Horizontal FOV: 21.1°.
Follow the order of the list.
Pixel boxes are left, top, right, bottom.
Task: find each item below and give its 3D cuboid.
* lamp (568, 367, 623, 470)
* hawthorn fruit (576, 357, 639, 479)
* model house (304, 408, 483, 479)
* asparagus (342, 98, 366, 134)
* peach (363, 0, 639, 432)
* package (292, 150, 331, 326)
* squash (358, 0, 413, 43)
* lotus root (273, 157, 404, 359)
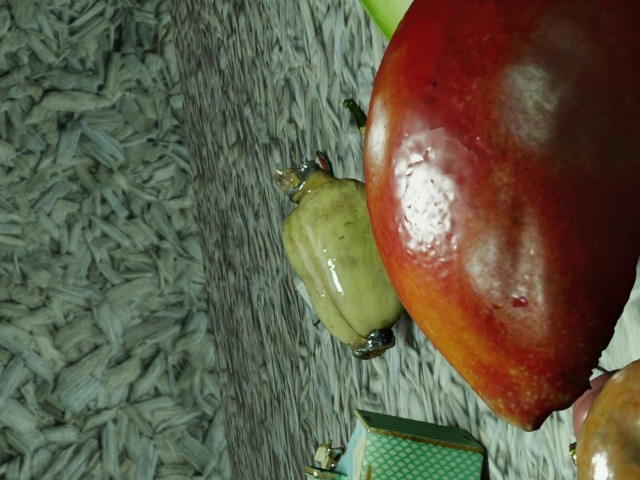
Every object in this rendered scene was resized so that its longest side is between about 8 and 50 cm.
[{"bbox_3d":[0.231,0.147,1.269,0.107,0.092,0.107,54,-161,-28],"label":"lamp"},{"bbox_3d":[0.244,0.135,1.136,0.189,0.149,0.149,-48,-39,-61],"label":"hawthorn fruit"},{"bbox_3d":[0.073,0.276,1.862,0.271,0.178,0.206,-85,14,-45],"label":"model house"},{"bbox_3d":[0.047,-0.163,2.242,0.015,0.018,0.127,46,-173,-22],"label":"asparagus"},{"bbox_3d":[0.124,-0.054,1.226,0.258,0.201,0.361,145,141,-71],"label":"peach"},{"bbox_3d":[0.000,0.000,2.516,0.166,0.040,0.232,-110,26,-43],"label":"package"},{"bbox_3d":[0.102,-0.330,1.855,0.288,0.203,0.111,51,177,-17],"label":"squash"},{"bbox_3d":[0.033,0.020,2.095,0.154,0.140,0.256,-45,60,59],"label":"lotus root"}]
